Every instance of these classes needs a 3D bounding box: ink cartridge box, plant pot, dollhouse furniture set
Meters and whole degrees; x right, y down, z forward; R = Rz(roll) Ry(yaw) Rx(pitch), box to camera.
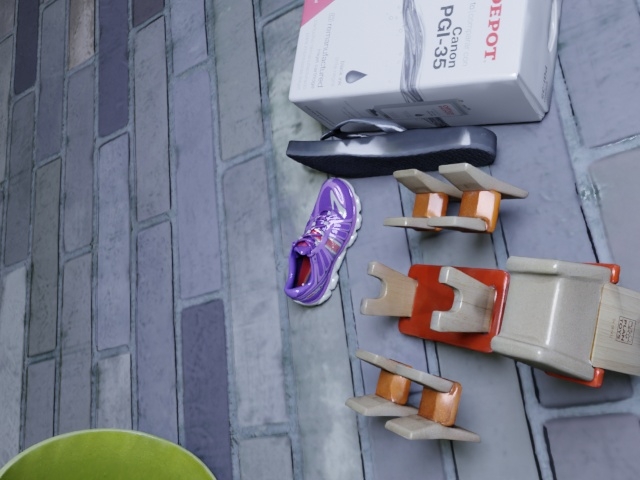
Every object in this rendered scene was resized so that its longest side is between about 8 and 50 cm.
[{"bbox_3d":[0.121,-0.249,0.687,0.283,0.117,0.207,4,80,34],"label":"ink cartridge box"},{"bbox_3d":[-0.286,0.442,0.726,0.275,0.275,0.293,28,109,35],"label":"plant pot"},{"bbox_3d":[0.162,0.068,0.572,0.259,0.135,0.262,3,79,60],"label":"dollhouse furniture set"}]

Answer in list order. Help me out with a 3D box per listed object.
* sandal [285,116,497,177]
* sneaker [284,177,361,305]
[{"bbox_3d":[0.082,-0.116,0.702,0.254,0.097,0.054,0,80,23],"label":"sandal"},{"bbox_3d":[0.000,0.000,0.735,0.068,0.071,0.170,13,85,35],"label":"sneaker"}]
